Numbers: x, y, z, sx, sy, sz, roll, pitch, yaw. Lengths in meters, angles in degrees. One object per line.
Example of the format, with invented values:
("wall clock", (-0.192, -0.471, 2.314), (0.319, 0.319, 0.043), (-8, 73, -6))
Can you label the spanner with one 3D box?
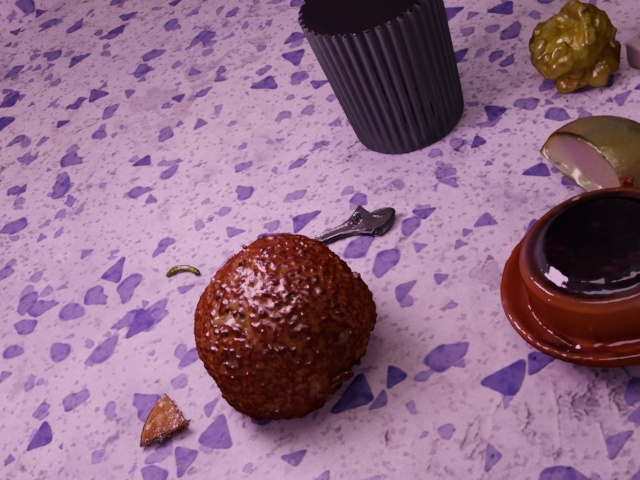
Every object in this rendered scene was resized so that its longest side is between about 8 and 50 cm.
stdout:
("spanner", (0.000, 0.000, 1.931), (0.325, 0.026, 0.093), (-22, 41, 7))

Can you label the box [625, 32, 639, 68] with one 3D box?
("box", (0.826, -0.431, 1.937), (0.353, 0.069, 0.214), (-31, 40, -9))

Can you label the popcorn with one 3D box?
("popcorn", (0.529, -0.404, 2.002), (0.197, 0.155, 0.198), (-29, 41, 28))

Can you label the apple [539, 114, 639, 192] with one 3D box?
("apple", (0.549, -0.165, 1.755), (0.193, 0.120, 0.265), (-22, 41, -13))

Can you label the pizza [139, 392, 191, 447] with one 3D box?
("pizza", (-0.285, 0.333, 1.717), (0.099, 0.029, 0.100), (-45, 40, -10))

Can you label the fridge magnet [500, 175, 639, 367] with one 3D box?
("fridge magnet", (0.464, 0.047, 1.530), (0.363, 0.155, 0.364), (-16, 40, 14))

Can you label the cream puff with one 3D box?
("cream puff", (-0.070, 0.132, 1.651), (0.350, 0.229, 0.351), (-9, 54, 13))

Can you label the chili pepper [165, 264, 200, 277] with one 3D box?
("chili pepper", (-0.288, 0.064, 2.015), (0.083, 0.017, 0.030), (1, 48, 27))

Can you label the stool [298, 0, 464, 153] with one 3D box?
("stool", (0.144, -0.382, 2.031), (0.297, 0.330, 0.297), (-14, 40, 13))
